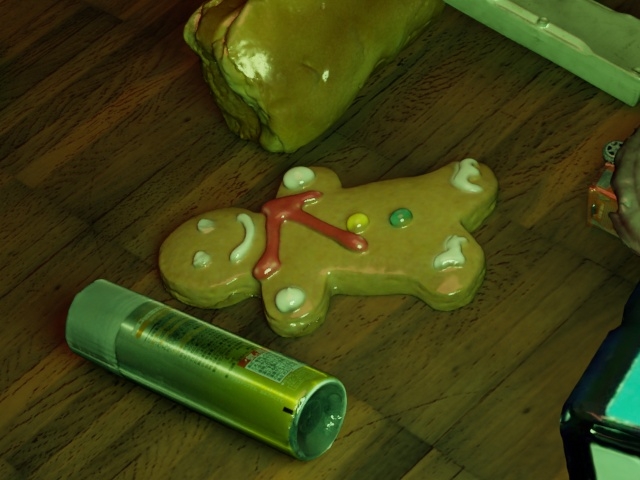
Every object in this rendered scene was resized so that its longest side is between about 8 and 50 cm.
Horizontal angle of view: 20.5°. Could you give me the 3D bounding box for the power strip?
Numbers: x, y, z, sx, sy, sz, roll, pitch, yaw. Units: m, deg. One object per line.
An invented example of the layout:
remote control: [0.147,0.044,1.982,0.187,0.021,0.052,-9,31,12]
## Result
power strip: [0.235,-0.231,1.829,0.286,0.048,0.080,31,53,17]

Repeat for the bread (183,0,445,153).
bread: [0.016,-0.251,1.880,0.148,0.195,0.344,21,57,40]

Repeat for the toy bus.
toy bus: [0.327,-0.081,1.697,0.077,0.065,0.192,31,60,26]

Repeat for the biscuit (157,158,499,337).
biscuit: [0.000,0.000,1.730,0.339,0.047,0.216,-3,44,15]

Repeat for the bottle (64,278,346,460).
bottle: [-0.111,0.114,1.621,0.286,0.082,0.082,21,55,34]

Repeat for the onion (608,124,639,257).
onion: [0.396,-0.029,1.559,0.280,0.146,0.314,-25,37,-2]

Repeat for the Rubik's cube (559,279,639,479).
Rubik's cube: [0.369,0.151,1.280,0.288,0.294,0.283,18,51,30]
